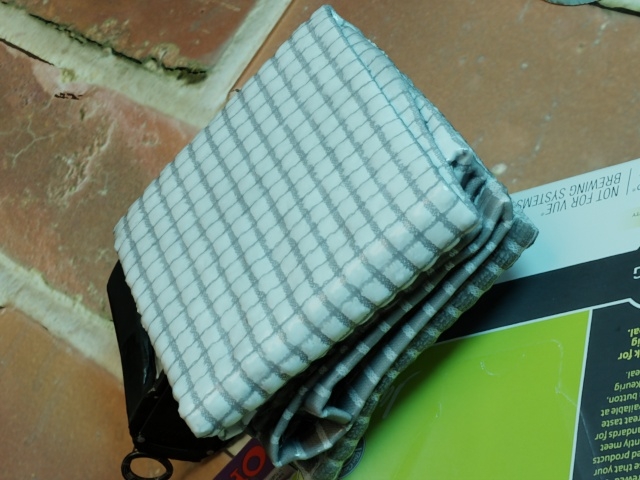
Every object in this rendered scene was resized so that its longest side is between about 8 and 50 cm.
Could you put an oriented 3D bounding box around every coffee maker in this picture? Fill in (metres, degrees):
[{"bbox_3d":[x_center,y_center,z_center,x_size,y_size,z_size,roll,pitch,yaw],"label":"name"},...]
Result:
[{"bbox_3d":[-0.131,0.091,1.653,0.171,0.120,0.178,-37,40,19],"label":"coffee maker"}]

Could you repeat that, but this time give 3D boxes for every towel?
[{"bbox_3d":[0.000,0.000,1.252,0.235,0.121,0.283,-44,34,8],"label":"towel"}]

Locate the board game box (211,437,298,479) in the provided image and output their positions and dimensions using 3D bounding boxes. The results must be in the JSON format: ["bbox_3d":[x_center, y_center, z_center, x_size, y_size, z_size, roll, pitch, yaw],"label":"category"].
[{"bbox_3d":[-0.085,0.313,1.359,0.347,0.208,0.056,-47,39,7],"label":"board game box"}]

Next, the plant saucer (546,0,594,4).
[{"bbox_3d":[0.243,-0.294,1.651,0.195,0.037,0.195,-26,45,30],"label":"plant saucer"}]

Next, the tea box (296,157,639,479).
[{"bbox_3d":[0.175,0.148,1.218,0.329,0.220,0.323,-15,49,39],"label":"tea box"}]
